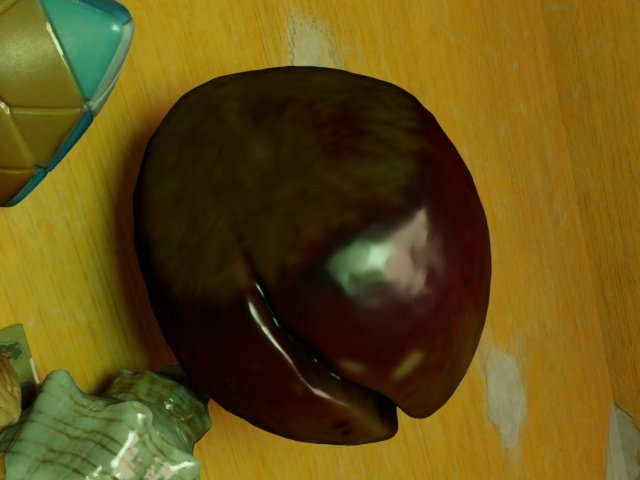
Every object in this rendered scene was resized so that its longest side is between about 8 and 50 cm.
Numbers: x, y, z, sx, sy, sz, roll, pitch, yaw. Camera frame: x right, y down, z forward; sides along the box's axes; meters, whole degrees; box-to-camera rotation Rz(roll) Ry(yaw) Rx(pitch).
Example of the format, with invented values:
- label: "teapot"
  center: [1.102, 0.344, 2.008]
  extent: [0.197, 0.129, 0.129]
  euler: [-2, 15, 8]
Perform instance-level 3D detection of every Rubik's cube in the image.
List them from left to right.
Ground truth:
- label: "Rubik's cube"
  center: [-0.304, -0.202, 0.708]
  extent: [0.254, 0.254, 0.254]
  euler: [9, 79, -52]

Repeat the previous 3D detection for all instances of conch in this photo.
- label: "conch"
  center: [-0.212, 0.218, 0.713]
  extent: [0.203, 0.169, 0.386]
  euler: [52, 27, -3]

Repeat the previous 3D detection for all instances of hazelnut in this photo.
- label: "hazelnut"
  center: [0.000, 0.000, 0.820]
  extent: [0.402, 0.429, 0.402]
  euler: [-22, 135, -24]

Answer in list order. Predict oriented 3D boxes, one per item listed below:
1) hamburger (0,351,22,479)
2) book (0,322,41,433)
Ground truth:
- label: "hamburger"
  center: [-0.337, 0.147, 0.519]
  extent: [0.286, 0.243, 0.146]
  euler: [-1, 83, -55]
- label: "book"
  center: [-0.337, 0.197, 0.699]
  extent: [0.168, 0.013, 0.192]
  euler: [-22, 103, -51]
